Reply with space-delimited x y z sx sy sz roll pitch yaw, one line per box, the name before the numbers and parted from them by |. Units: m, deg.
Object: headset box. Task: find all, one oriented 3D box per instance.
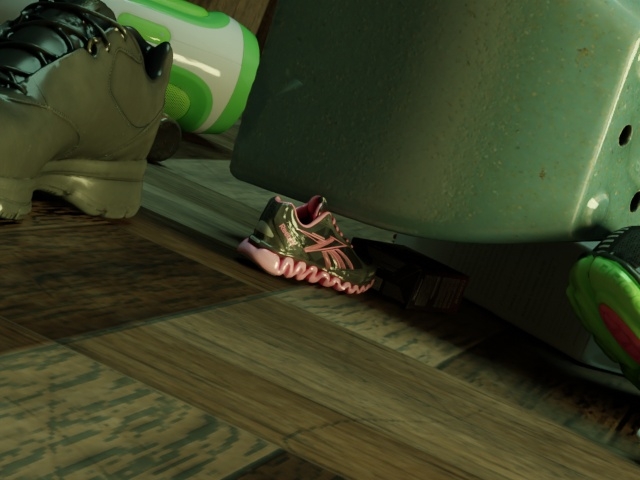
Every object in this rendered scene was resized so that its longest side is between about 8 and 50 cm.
headset box | 0.062 0.026 1.313 0.062 0.032 0.083 26 10 32

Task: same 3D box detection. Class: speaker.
speaker | -0.211 -0.194 1.736 0.296 0.131 0.131 18 9 -29

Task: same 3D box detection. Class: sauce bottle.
sauce bottle | -0.168 -0.104 1.531 0.042 0.042 0.128 14 11 -47

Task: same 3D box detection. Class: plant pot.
plant pot | 0.135 -0.114 1.274 0.252 0.247 0.248 26 17 35

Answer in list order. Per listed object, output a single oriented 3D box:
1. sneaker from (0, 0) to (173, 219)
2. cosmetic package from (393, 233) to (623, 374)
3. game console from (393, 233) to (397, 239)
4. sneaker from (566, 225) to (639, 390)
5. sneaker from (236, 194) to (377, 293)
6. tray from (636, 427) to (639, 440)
sneaker | -0.172 -0.085 1.068 0.109 0.130 0.286 26 9 13
cosmetic package | 0.175 0.026 1.446 0.117 0.085 0.231 16 8 -40
game console | 0.156 -0.009 1.644 0.085 0.124 0.144 53 18 17
sneaker | 0.376 0.066 1.260 0.483 0.202 0.185 18 8 -25
sneaker | 0.000 0.000 1.225 0.047 0.057 0.119 25 7 42
tray | 0.327 0.141 1.032 0.270 0.030 0.145 29 51 33
